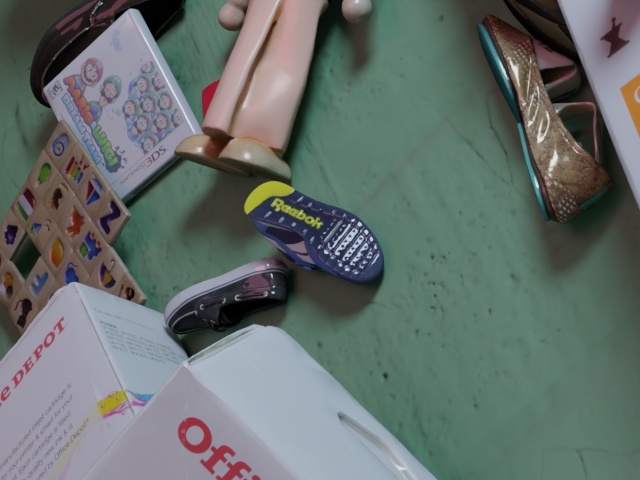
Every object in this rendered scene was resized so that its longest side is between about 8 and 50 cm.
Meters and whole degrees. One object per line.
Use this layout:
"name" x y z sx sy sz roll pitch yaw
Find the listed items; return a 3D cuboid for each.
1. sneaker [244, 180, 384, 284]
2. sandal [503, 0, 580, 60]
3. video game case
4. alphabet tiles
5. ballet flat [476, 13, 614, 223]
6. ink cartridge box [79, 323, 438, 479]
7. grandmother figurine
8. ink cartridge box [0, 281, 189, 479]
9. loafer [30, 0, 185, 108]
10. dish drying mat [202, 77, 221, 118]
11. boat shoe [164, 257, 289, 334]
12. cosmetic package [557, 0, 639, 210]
"sneaker" 0.000 0.000 1.457 0.144 0.059 0.053 33 68 31
"sandal" 0.154 -0.267 1.376 0.086 0.120 0.303 -34 49 13
"video game case" -0.202 -0.130 1.701 0.143 0.019 0.157 -38 71 28
"alphabet tiles" -0.255 0.025 1.696 0.198 0.009 0.237 -56 51 23
"ballet flat" 0.180 -0.103 1.318 0.067 0.073 0.206 -20 57 7
"ink cartridge box" -0.089 0.293 1.234 0.279 0.160 0.384 43 108 8
"grandmother figurine" -0.027 -0.230 1.553 0.208 0.104 0.342 11 82 39
"ink cartridge box" -0.193 0.223 1.487 0.226 0.131 0.306 -48 44 19
"loafer" -0.222 -0.211 1.752 0.220 0.080 0.078 -46 45 20
"dish drying mat" -0.102 -0.119 1.643 0.032 0.008 0.083 -31 52 34
"boat shoe" -0.087 0.059 1.517 0.142 0.049 0.040 -27 55 32
"cosmetic package" 0.296 -0.187 1.155 0.230 0.161 0.453 -37 49 28
